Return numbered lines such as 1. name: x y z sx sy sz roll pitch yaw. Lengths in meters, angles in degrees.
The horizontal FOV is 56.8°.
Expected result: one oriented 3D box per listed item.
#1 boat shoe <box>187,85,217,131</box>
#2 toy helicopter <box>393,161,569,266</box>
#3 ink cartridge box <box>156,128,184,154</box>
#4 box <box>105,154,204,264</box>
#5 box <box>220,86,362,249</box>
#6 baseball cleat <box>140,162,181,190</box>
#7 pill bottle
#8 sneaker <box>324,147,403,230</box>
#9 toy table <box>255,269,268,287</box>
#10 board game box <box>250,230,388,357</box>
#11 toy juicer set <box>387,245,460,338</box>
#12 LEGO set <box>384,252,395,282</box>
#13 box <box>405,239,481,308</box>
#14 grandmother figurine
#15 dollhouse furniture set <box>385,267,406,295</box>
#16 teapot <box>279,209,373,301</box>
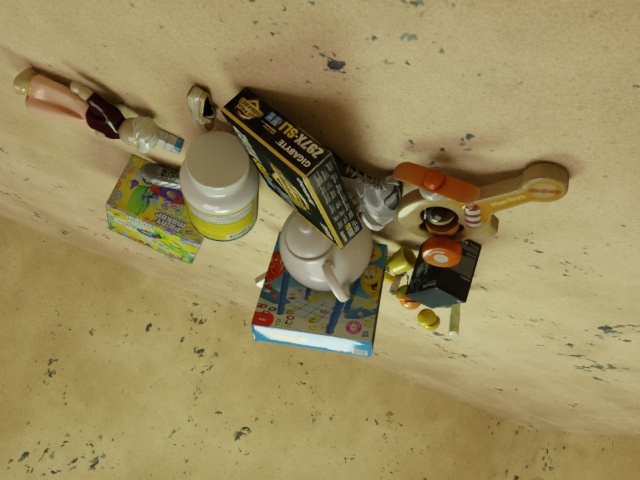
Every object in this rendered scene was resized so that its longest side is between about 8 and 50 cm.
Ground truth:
1. boat shoe: -0.247 -0.274 1.267 0.045 0.050 0.135 22 162 13
2. toy helicopter: 0.299 -0.085 1.158 0.355 0.140 0.235 -17 136 43
3. ink cartridge box: -0.392 -0.253 1.503 0.083 0.028 0.048 24 160 -11
4. box: -0.485 -0.084 1.830 0.290 0.176 0.279 25 161 -11
5. box: -0.052 -0.141 1.237 0.257 0.079 0.322 43 172 27
6. baseball cleat: -0.402 -0.183 1.672 0.206 0.072 0.109 21 148 -16
7. pill bottle: -0.245 -0.127 1.454 0.188 0.187 0.334 20 160 0
8. sneaker: 0.106 -0.135 1.280 0.132 0.086 0.228 -30 115 30
9. toy table: -0.055 0.104 1.858 0.161 0.274 0.252 51 179 -38
10. board game box: 0.006 0.134 1.554 0.309 0.301 0.086 7 143 9
11. toy juicer set: 0.329 0.161 1.647 0.329 0.209 0.090 31 129 -32
12. LEGO set: 0.153 0.072 1.748 0.227 0.086 0.093 0 153 42
13. box: 0.309 0.078 1.496 0.093 0.158 0.156 26 160 -14
14. grandmother figurine: -0.548 -0.301 1.432 0.343 0.103 0.208 22 170 5
15. dollhouse furniture set: 0.197 0.128 1.859 0.115 0.081 0.091 20 161 0
16. teapot: 0.000 0.000 1.446 0.256 0.252 0.187 17 169 25
